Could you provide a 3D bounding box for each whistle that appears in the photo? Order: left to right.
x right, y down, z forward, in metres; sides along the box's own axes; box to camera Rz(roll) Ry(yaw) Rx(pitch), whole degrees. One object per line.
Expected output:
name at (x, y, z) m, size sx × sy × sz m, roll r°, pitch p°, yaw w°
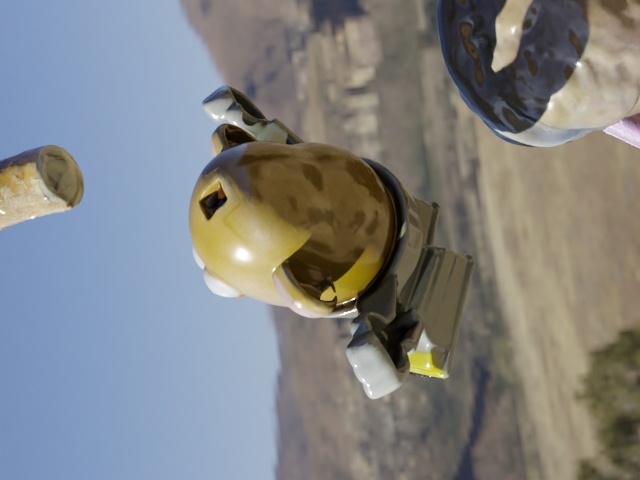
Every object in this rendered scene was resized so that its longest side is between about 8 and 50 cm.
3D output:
whistle at (0.326, -0.109, 1.707) m, size 0.033 × 0.176 × 0.033 m, roll -155°, pitch 90°, yaw -85°

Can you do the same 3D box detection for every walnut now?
walnut at (0.221, -0.205, 1.560) m, size 0.248 × 0.248 × 0.248 m, roll -8°, pitch -90°, yaw -89°

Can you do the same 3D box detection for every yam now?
yam at (-0.316, -0.028, 1.454) m, size 0.066 × 0.299 × 0.066 m, roll 14°, pitch -109°, yaw -48°

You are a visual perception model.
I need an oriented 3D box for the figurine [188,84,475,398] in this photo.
figurine at (0.000, -0.002, 1.488) m, size 0.342 × 0.167 × 0.285 m, roll 34°, pitch -174°, yaw 37°
